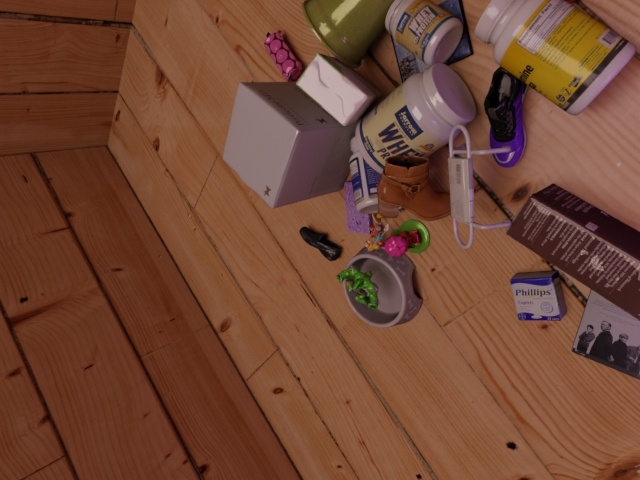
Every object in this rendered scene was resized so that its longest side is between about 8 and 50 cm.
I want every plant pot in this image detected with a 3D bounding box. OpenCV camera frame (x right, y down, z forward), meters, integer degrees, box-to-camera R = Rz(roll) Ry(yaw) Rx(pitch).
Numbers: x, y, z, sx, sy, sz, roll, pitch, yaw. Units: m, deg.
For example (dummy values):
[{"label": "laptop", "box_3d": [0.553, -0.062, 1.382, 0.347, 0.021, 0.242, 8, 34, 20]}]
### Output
[{"label": "plant pot", "box_3d": [0.124, -0.755, 1.401, 0.253, 0.276, 0.276, -34, 80, 34]}]

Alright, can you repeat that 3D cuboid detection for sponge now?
[{"label": "sponge", "box_3d": [0.153, -0.134, 1.740, 0.117, 0.031, 0.210, 10, 112, 42]}]

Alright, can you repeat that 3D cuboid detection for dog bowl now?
[{"label": "dog bowl", "box_3d": [0.234, 0.189, 1.730, 0.348, 0.102, 0.349, 18, 117, 40]}]

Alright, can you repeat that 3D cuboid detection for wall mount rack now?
[{"label": "wall mount rack", "box_3d": [0.438, -0.163, 1.265, 0.304, 0.130, 0.351, -123, 26, -75]}]

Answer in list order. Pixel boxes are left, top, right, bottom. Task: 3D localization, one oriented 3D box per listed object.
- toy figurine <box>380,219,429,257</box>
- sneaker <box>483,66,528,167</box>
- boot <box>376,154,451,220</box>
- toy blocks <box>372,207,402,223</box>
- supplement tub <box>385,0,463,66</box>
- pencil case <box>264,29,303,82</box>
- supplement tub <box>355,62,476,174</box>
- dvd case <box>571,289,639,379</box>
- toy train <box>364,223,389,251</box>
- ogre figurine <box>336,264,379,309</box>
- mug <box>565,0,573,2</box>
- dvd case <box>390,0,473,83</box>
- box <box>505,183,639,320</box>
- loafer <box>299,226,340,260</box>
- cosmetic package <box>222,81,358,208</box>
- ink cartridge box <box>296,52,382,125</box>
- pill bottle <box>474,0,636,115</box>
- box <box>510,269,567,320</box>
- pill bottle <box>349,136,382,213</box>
[{"label": "toy figurine", "box_3d": [0.281, 0.007, 1.574, 0.173, 0.159, 0.130, -6, 100, 46]}, {"label": "sneaker", "box_3d": [0.511, -0.349, 1.224, 0.102, 0.146, 0.294, 11, 112, 42]}, {"label": "boot", "box_3d": [0.321, -0.177, 1.378, 0.283, 0.109, 0.220, 2, 137, 1]}, {"label": "toy blocks", "box_3d": [0.253, -0.148, 1.620, 0.148, 0.054, 0.123, -28, 76, 35]}, {"label": "supplement tub", "box_3d": [0.305, -0.631, 1.292, 0.200, 0.144, 0.144, 47, 132, 21]}, {"label": "pencil case", "box_3d": [-0.147, -0.752, 1.773, 0.098, 0.095, 0.209, -37, 80, 24]}, {"label": "supplement tub", "box_3d": [0.293, -0.372, 1.367, 0.324, 0.235, 0.236, -32, 82, 46]}, {"label": "dvd case", "box_3d": [0.831, 0.248, 1.212, 0.179, 0.029, 0.239, 22, 119, 38]}, {"label": "toy train", "box_3d": [0.205, -0.023, 1.638, 0.166, 0.046, 0.125, 159, 134, -82]}, {"label": "ogre figurine", "box_3d": [0.154, 0.172, 1.662, 0.197, 0.096, 0.118, 59, 148, 27]}, {"label": "mug", "box_3d": [0.571, -0.659, 1.081, 0.169, 0.113, 0.151, -17, 90, 50]}, {"label": "dvd case", "box_3d": [0.346, -0.629, 1.376, 0.252, 0.022, 0.181, -9, 99, 46]}, {"label": "box", "box_3d": [0.710, 0.015, 1.129, 0.381, 0.191, 0.143, 41, 130, 26]}, {"label": "loafer", "box_3d": [0.000, 0.000, 1.915, 0.223, 0.076, 0.078, 38, 123, 23]}, {"label": "cosmetic package", "box_3d": [-0.094, -0.373, 1.636, 0.329, 0.393, 0.328, 44, 131, 23]}, {"label": "ink cartridge box", "box_3d": [0.082, -0.504, 1.447, 0.207, 0.353, 0.119, 41, 115, 0]}, {"label": "pill bottle", "box_3d": [0.558, -0.478, 1.064, 0.334, 0.188, 0.188, 42, 131, 12]}, {"label": "box", "box_3d": [0.662, 0.168, 1.319, 0.126, 0.072, 0.137, -10, 97, 45]}, {"label": "pill bottle", "box_3d": [0.184, -0.240, 1.551, 0.153, 0.153, 0.265, -19, 74, 46]}]
